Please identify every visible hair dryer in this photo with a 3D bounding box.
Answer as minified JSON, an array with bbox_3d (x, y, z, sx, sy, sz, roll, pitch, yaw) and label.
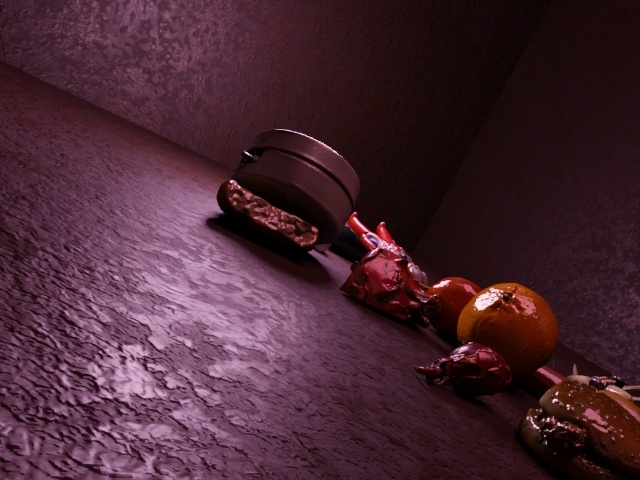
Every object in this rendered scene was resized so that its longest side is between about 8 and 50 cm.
[{"bbox_3d":[0.125,0.016,2.027,0.244,0.116,0.302,30,-1,-9],"label":"hair dryer"}]

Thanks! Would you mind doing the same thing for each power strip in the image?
[{"bbox_3d":[-0.075,-0.146,1.517,0.357,0.162,0.357,22,-22,9],"label":"power strip"}]

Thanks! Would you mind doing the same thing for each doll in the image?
[{"bbox_3d":[0.219,0.044,1.761,0.188,0.099,0.384,15,29,-33],"label":"doll"}]

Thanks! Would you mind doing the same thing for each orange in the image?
[{"bbox_3d":[0.413,0.199,1.235,0.219,0.193,0.219,-17,9,3],"label":"orange"}]

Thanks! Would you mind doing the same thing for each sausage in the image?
[{"bbox_3d":[0.511,0.325,1.275,0.194,0.077,0.077,32,7,28],"label":"sausage"}]

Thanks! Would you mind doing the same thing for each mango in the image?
[{"bbox_3d":[0.716,0.428,1.283,0.194,0.092,0.130,41,10,27],"label":"mango"}]

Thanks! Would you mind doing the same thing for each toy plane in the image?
[{"bbox_3d":[0.744,0.400,1.486,0.228,0.093,0.244,-4,6,-16],"label":"toy plane"}]

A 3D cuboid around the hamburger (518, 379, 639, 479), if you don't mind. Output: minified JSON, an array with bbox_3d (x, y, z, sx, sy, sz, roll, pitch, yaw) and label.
[{"bbox_3d":[0.412,0.299,0.841,0.189,0.122,0.215,34,11,29],"label":"hamburger"}]

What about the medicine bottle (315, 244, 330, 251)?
[{"bbox_3d":[0.000,0.000,1.758,0.057,0.057,0.089,26,6,-14],"label":"medicine bottle"}]

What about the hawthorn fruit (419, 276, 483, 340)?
[{"bbox_3d":[0.304,0.138,1.435,0.285,0.165,0.165,38,10,21],"label":"hawthorn fruit"}]

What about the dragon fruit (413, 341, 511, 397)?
[{"bbox_3d":[0.241,0.217,0.953,0.190,0.094,0.094,13,12,-22],"label":"dragon fruit"}]

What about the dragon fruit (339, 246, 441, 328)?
[{"bbox_3d":[0.199,0.117,1.337,0.211,0.134,0.262,34,8,24],"label":"dragon fruit"}]

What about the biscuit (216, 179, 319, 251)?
[{"bbox_3d":[-0.137,-0.050,1.397,0.274,0.091,0.213,26,-5,-7],"label":"biscuit"}]

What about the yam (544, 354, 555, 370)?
[{"bbox_3d":[0.626,0.333,1.613,0.093,0.093,0.259,30,7,19],"label":"yam"}]
